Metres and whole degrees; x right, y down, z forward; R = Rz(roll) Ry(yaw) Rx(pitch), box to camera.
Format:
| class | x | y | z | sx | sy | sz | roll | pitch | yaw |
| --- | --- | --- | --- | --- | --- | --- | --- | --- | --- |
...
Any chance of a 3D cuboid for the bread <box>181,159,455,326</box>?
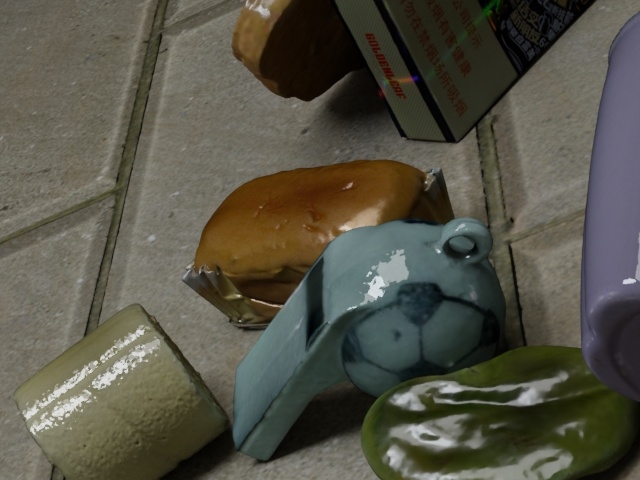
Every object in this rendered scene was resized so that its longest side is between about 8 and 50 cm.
| class | x | y | z | sx | sy | sz | roll | pitch | yaw |
| --- | --- | --- | --- | --- | --- | --- | --- | --- | --- |
| bread | 0.000 | 0.000 | 1.654 | 0.241 | 0.107 | 0.136 | -7 | 37 | 38 |

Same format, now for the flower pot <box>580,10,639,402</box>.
| class | x | y | z | sx | sy | sz | roll | pitch | yaw |
| --- | --- | --- | --- | --- | --- | --- | --- | --- | --- |
| flower pot | 0.293 | -0.004 | 1.253 | 0.265 | 0.265 | 0.243 | -5 | 49 | 39 |

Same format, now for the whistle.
| class | x | y | z | sx | sy | sz | roll | pitch | yaw |
| --- | --- | --- | --- | --- | --- | --- | --- | --- | --- |
| whistle | 0.055 | 0.079 | 1.456 | 0.289 | 0.163 | 0.163 | -54 | 8 | 39 |

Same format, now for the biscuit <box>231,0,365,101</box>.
| class | x | y | z | sx | sy | sz | roll | pitch | yaw |
| --- | --- | --- | --- | --- | --- | --- | --- | --- | --- |
| biscuit | 0.047 | -0.313 | 1.891 | 0.365 | 0.062 | 0.385 | -58 | -16 | 13 |

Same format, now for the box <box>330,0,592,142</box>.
| class | x | y | z | sx | sy | sz | roll | pitch | yaw |
| --- | --- | --- | --- | --- | --- | --- | --- | --- | --- |
| box | 0.160 | -0.268 | 1.854 | 0.084 | 0.198 | 0.310 | 7 | 45 | 48 |

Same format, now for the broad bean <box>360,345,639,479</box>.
| class | x | y | z | sx | sy | sz | roll | pitch | yaw |
| --- | --- | --- | --- | --- | --- | --- | --- | --- | --- |
| broad bean | 0.129 | 0.143 | 1.320 | 0.207 | 0.072 | 0.153 | -14 | 43 | 24 |

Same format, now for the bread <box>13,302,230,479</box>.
| class | x | y | z | sx | sy | sz | roll | pitch | yaw |
| --- | --- | --- | --- | --- | --- | --- | --- | --- | --- |
| bread | -0.171 | 0.144 | 1.540 | 0.141 | 0.134 | 0.148 | -36 | 15 | -3 |
